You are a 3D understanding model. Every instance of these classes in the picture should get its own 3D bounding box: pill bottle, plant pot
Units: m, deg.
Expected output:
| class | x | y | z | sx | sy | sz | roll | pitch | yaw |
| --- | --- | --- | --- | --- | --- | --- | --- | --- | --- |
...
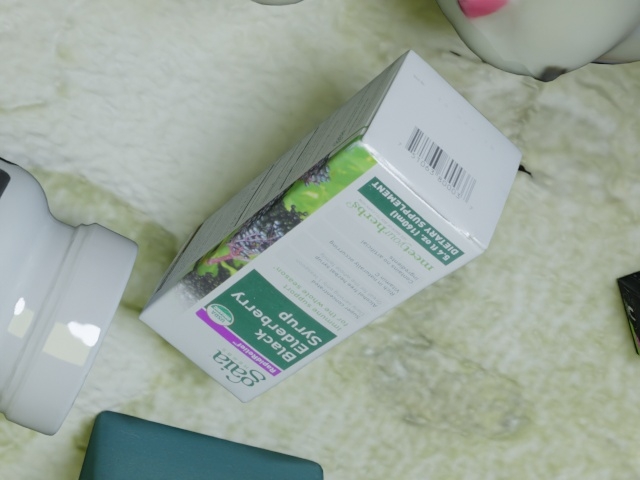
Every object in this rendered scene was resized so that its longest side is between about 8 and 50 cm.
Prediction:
| class | x | y | z | sx | sy | sz | roll | pitch | yaw |
| --- | --- | --- | --- | --- | --- | --- | --- | --- | --- |
| pill bottle | -0.263 | 0.005 | 0.794 | 0.278 | 0.162 | 0.162 | 25 | 100 | -10 |
| plant pot | -0.089 | 0.240 | 0.829 | 0.166 | 0.234 | 0.165 | 16 | 101 | -8 |

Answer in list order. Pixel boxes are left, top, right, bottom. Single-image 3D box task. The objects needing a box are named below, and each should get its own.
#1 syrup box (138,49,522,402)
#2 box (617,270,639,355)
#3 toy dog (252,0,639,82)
| class | x | y | z | sx | sy | sz | roll | pitch | yaw |
| --- | --- | --- | --- | --- | --- | --- | --- | --- | --- |
| syrup box | 0.000 | 0.000 | 0.792 | 0.093 | 0.096 | 0.237 | 41 | 134 | -13 |
| box | 0.257 | 0.046 | 0.911 | 0.083 | 0.052 | 0.062 | -19 | 104 | -2 |
| toy dog | 0.081 | -0.271 | 0.731 | 0.408 | 0.285 | 0.395 | 53 | 49 | -14 |
